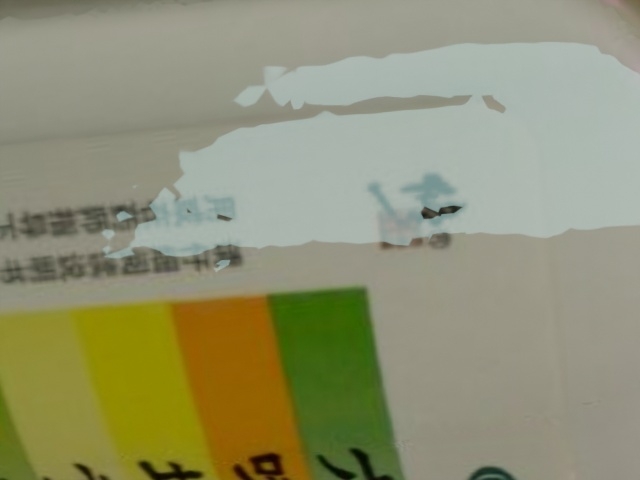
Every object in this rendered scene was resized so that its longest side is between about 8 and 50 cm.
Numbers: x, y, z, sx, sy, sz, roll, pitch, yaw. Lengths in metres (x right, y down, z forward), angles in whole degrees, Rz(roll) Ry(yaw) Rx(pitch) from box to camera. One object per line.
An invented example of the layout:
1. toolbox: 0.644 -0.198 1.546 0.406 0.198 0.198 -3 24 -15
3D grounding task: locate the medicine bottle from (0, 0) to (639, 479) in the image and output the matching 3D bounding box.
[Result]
1. medicine bottle: 0.000 0.000 0.415 0.324 0.124 0.179 -5 128 8
